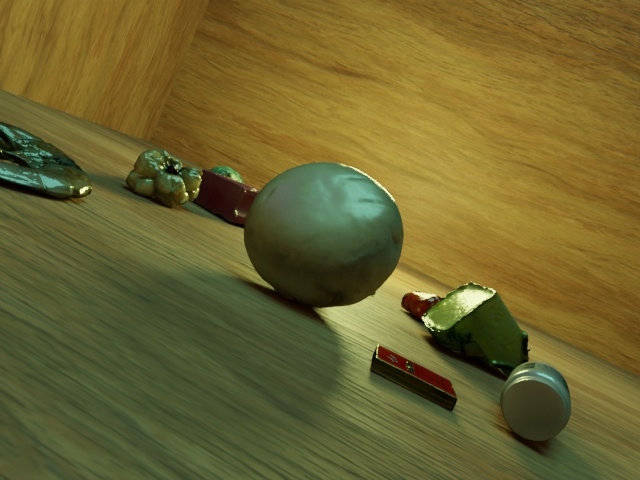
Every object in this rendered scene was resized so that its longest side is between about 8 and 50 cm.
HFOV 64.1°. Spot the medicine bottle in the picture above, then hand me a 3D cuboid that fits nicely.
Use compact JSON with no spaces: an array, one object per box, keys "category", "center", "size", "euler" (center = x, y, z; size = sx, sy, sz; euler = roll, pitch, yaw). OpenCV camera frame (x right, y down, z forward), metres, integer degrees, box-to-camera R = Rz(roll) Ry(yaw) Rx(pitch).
[{"category":"medicine bottle","center":[0.347,0.255,0.822],"size":[0.103,0.102,0.187],"euler":[27,5,24]}]

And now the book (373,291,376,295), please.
[{"category":"book","center":[0.084,0.117,1.486],"size":[0.135,0.017,0.103],"euler":[22,8,-27]}]

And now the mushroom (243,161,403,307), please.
[{"category":"mushroom","center":[0.006,-0.028,1.043],"size":[0.315,0.315,0.356],"euler":[24,15,-11]}]

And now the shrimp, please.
[{"category":"shrimp","center":[-0.591,-0.166,0.911],"size":[0.360,0.085,0.247],"euler":[27,11,-16]}]

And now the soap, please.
[{"category":"soap","center":[-0.234,-0.116,1.766],"size":[0.233,0.128,0.359],"euler":[27,6,35]}]

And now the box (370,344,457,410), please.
[{"category":"box","center":[0.142,0.209,0.788],"size":[0.133,0.023,0.090],"euler":[26,3,8]}]

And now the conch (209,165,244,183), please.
[{"category":"conch","center":[-0.416,-0.257,2.288],"size":[0.196,0.134,0.202],"euler":[23,4,-7]}]

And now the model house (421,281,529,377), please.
[{"category":"model house","center":[0.373,0.233,1.214],"size":[0.211,0.170,0.194],"euler":[53,-6,-7]}]

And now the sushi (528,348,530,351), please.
[{"category":"sushi","center":[0.588,0.322,1.554],"size":[0.085,0.056,0.083],"euler":[28,6,42]}]

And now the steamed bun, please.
[{"category":"steamed bun","center":[-0.429,-0.178,1.394],"size":[0.177,0.106,0.192],"euler":[30,28,9]}]

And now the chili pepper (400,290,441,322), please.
[{"category":"chili pepper","center":[0.300,0.187,1.406],"size":[0.084,0.086,0.192],"euler":[53,-14,-18]}]
